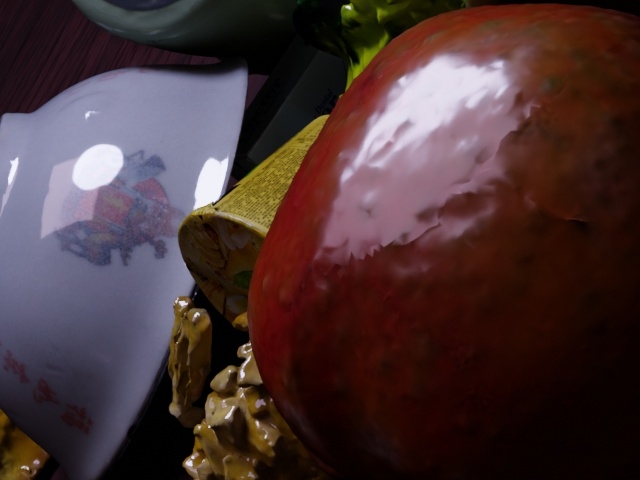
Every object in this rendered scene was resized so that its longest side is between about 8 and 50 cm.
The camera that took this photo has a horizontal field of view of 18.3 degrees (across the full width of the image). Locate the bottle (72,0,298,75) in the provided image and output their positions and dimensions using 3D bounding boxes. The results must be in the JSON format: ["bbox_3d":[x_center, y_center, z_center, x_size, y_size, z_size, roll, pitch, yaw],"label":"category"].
[{"bbox_3d":[-0.067,-0.219,1.563,0.168,0.168,0.347,-44,-15,13],"label":"bottle"}]

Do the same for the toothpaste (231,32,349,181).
[{"bbox_3d":[0.037,-0.160,1.529,0.071,0.089,0.313,4,56,58],"label":"toothpaste"}]

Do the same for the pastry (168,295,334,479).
[{"bbox_3d":[0.009,0.072,1.127,0.250,0.154,0.102,-40,25,17],"label":"pastry"}]

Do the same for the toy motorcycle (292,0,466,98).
[{"bbox_3d":[0.120,-0.179,1.292,0.342,0.206,0.142,-39,33,61],"label":"toy motorcycle"}]

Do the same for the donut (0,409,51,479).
[{"bbox_3d":[-0.302,0.155,1.650,0.253,0.118,0.253,-26,32,17],"label":"donut"}]

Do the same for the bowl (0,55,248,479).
[{"bbox_3d":[-0.185,-0.001,1.467,0.345,0.157,0.345,-159,90,-77],"label":"bowl"}]

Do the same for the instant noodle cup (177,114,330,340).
[{"bbox_3d":[0.000,0.000,1.284,0.122,0.151,0.151,-49,20,-28],"label":"instant noodle cup"}]

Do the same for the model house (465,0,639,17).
[{"bbox_3d":[0.200,-0.136,1.032,0.268,0.239,0.173,-54,-31,-65],"label":"model house"}]

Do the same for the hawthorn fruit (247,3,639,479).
[{"bbox_3d":[0.082,0.048,0.913,0.300,0.254,0.254,-60,24,-14],"label":"hawthorn fruit"}]
